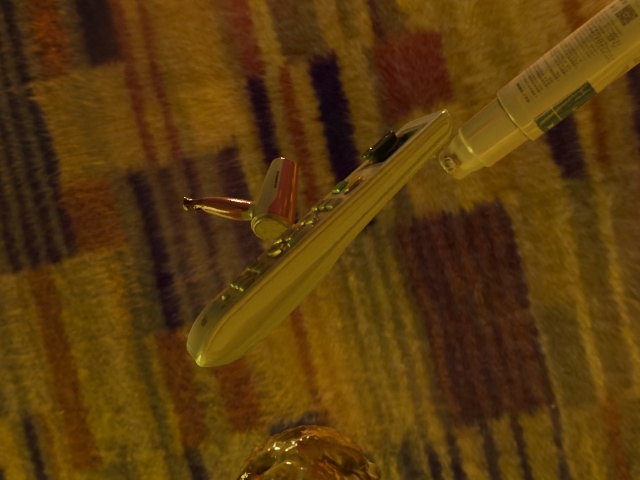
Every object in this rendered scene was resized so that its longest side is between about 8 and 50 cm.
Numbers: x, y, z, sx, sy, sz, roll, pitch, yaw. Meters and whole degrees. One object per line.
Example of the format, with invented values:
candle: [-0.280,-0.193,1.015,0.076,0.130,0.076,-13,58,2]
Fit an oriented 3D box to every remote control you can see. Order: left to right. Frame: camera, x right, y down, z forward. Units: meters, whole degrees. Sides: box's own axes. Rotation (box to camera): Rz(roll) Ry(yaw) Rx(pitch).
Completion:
remote control: [0.000,-0.001,0.764,0.293,0.103,0.051,-45,100,-9]

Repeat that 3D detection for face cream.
face cream: [0.118,-0.077,0.466,0.130,0.034,0.034,-37,92,20]

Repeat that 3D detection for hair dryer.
hair dryer: [-0.106,-0.052,1.148,0.154,0.054,0.106,-2,55,11]

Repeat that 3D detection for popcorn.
popcorn: [-0.010,0.328,1.061,0.197,0.198,0.213,-2,135,7]
